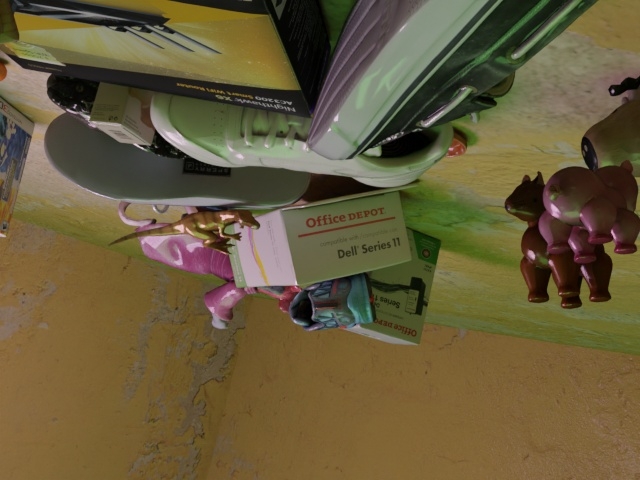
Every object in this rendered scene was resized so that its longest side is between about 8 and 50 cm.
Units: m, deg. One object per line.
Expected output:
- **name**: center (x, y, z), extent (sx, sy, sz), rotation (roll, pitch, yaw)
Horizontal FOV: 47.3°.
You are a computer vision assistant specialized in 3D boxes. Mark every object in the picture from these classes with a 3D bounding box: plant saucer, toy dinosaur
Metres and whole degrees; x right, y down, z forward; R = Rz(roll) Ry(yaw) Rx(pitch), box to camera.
- **plant saucer**: center (0.130, -0.118, 0.855), extent (0.083, 0.013, 0.083), rotation (14, 170, 2)
- **toy dinosaur**: center (-0.180, -0.021, 1.042), extent (0.211, 0.064, 0.112), rotation (-11, 158, 17)

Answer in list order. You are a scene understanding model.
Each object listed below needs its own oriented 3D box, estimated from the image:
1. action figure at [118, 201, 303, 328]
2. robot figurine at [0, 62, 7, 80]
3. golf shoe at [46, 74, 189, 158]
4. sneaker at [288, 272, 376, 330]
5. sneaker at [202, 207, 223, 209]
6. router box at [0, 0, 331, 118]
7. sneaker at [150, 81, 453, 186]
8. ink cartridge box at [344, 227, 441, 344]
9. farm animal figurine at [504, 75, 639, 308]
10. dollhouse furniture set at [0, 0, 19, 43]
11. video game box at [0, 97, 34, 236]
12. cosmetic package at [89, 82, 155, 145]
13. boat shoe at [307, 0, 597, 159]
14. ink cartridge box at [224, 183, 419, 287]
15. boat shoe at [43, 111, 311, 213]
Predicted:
- **action figure**: center (-0.165, 0.015, 1.422), extent (0.370, 0.248, 0.275), rotation (27, 153, 36)
- **robot figurine**: center (-0.503, -0.196, 0.932), extent (0.158, 0.128, 0.219), rotation (23, 166, -41)
- **golf shoe**: center (-0.256, -0.167, 0.951), extent (0.198, 0.077, 0.094), rotation (28, 171, -22)
- **sneaker**: center (0.004, 0.100, 1.226), extent (0.125, 0.104, 0.262), rotation (-7, 171, -12)
- **sneaker**: center (-0.167, -0.090, 1.228), extent (0.232, 0.081, 0.090), rotation (13, 175, 45)
- **router box**: center (-0.161, -0.202, 0.590), extent (0.309, 0.081, 0.243), rotation (11, 170, 12)
- **sneaker**: center (-0.012, -0.126, 0.726), extent (0.305, 0.114, 0.152), rotation (6, 178, -13)
- **ink cartridge box**: center (0.128, 0.081, 1.377), extent (0.153, 0.208, 0.087), rotation (19, 168, -30)
- **farm animal figurine**: center (0.304, -0.061, 0.574), extent (0.327, 0.172, 0.330), rotation (2, 163, -7)
- **dollhouse furniture set**: center (-0.402, -0.259, 0.477), extent (0.356, 0.303, 0.174), rotation (-10, -161, -5)
- **video game box**: center (-0.530, -0.124, 1.145), extent (0.048, 0.205, 0.187), rotation (8, 170, 8)
- **cosmetic package**: center (-0.190, -0.162, 0.750), extent (0.041, 0.115, 0.060), rotation (8, 170, 21)
- **boat shoe**: center (0.085, -0.128, 0.516), extent (0.119, 0.121, 0.335), rotation (17, 163, -15)
- **ink cartridge box**: center (0.000, 0.000, 1.168), extent (0.207, 0.119, 0.353), rotation (-11, 180, -24)
- **boat shoe**: center (-0.200, -0.108, 1.063), extent (0.367, 0.135, 0.156), rotation (5, 173, -5)
